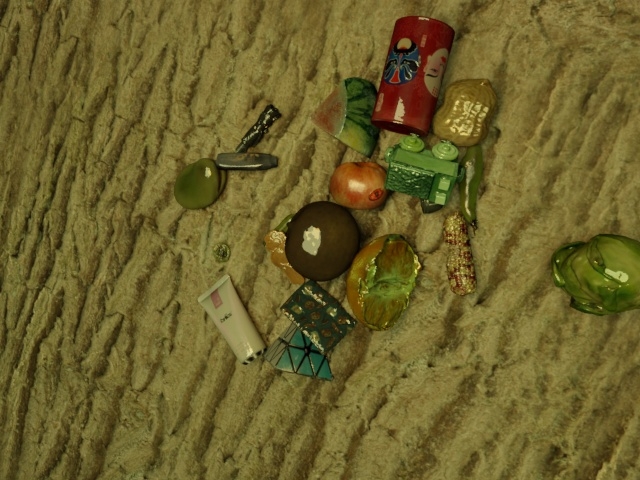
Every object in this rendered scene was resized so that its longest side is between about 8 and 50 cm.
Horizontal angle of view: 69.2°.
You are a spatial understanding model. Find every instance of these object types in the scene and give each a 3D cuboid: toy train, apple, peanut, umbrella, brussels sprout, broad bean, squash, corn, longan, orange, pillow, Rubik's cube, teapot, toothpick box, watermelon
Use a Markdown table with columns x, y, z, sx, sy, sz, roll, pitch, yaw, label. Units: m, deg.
| x | y | z | sx | sy | sz | roll | pitch | yaw | label |
| --- | --- | --- | --- | --- | --- | --- | --- | --- | --- |
| 0.338 | -0.236 | 1.534 | 0.271 | 0.188 | 0.159 | 17 | 140 | 10 | toy train |
| 0.141 | -0.195 | 1.628 | 0.209 | 0.209 | 0.164 | 13 | 107 | 17 | apple |
| 0.482 | -0.429 | 1.538 | 0.196 | 0.110 | 0.233 | 26 | 102 | 26 | peanut |
| -0.252 | -0.430 | 1.818 | 0.235 | 0.059 | 0.066 | -44 | 58 | 19 | umbrella |
| 0.849 | 0.103 | 1.384 | 0.294 | 0.259 | 0.227 | 26 | 70 | 8 | brussels sprout |
| -0.492 | -0.229 | 1.895 | 0.263 | 0.121 | 0.189 | -27 | 86 | 32 | broad bean |
| -0.157 | -0.036 | 1.819 | 0.052 | 0.052 | 0.183 | 47 | 108 | 10 | squash |
| 0.472 | 0.045 | 1.588 | 0.098 | 0.098 | 0.290 | -9 | 92 | 19 | corn |
| 0.003 | 0.002 | 1.641 | 0.297 | 0.297 | 0.297 | 2 | 95 | 19 | longan |
| 0.201 | 0.135 | 1.605 | 0.196 | 0.262 | 0.335 | 23 | 110 | 32 | orange |
| -0.009 | 0.282 | 1.751 | 0.255 | 0.034 | 0.189 | 43 | 66 | 11 | pillow |
| 0.511 | -0.181 | 1.580 | 0.075 | 0.067 | 0.325 | 5 | 99 | 49 | broad bean |
| -0.094 | 0.429 | 1.791 | 0.233 | 0.229 | 0.228 | -16 | 134 | -16 | Rubik's cube |
| 0.393 | -0.157 | 1.606 | 0.090 | 0.092 | 0.124 | -5 | 99 | 4 | teapot |
| 0.303 | -0.533 | 1.536 | 0.204 | 0.204 | 0.333 | 15 | 96 | 17 | toothpick box |
| 0.096 | -0.441 | 1.649 | 0.201 | 0.213 | 0.262 | 10 | 92 | 34 | watermelon |

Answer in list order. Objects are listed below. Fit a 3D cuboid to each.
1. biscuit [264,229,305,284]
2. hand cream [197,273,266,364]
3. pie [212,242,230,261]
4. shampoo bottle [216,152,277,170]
| x | y | z | sx | sy | sz | roll | pitch | yaw | label |
| --- | --- | --- | --- | --- | --- | --- | --- | --- | --- |
| -0.120 | 0.058 | 1.798 | 0.144 | 0.040 | 0.236 | -42 | 97 | 12 | biscuit |
| -0.355 | 0.331 | 1.890 | 0.185 | 0.118 | 0.359 | -40 | 75 | 17 | hand cream |
| -0.414 | 0.050 | 1.930 | 0.085 | 0.017 | 0.085 | 1 | 94 | 18 | pie |
| -0.286 | -0.307 | 1.809 | 0.233 | 0.087 | 0.049 | 1 | 140 | 1 | shampoo bottle |
